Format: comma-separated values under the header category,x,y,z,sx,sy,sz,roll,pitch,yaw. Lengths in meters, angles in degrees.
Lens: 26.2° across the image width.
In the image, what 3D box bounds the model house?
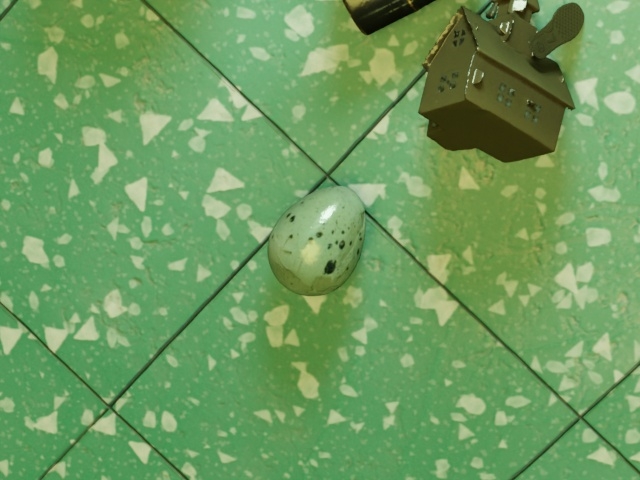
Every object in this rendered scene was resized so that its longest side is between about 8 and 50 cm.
category,x,y,z,sx,sy,sz,roll,pitch,yaw
model house,0.231,-0.249,1.816,0.181,0.176,0.248,27,71,-30

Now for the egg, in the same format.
category,x,y,z,sx,sy,sz,roll,pitch,yaw
egg,0.000,0.000,1.908,0.131,0.131,0.164,36,105,2

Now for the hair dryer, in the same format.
category,x,y,z,sx,sy,sz,roll,pitch,yaw
hair dryer,0.072,-0.400,1.711,0.189,0.352,0.107,-25,62,13

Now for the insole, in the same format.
category,x,y,z,sx,sy,sz,roll,pitch,yaw
insole,0.309,-0.274,1.795,0.002,0.135,0.045,-27,100,51
